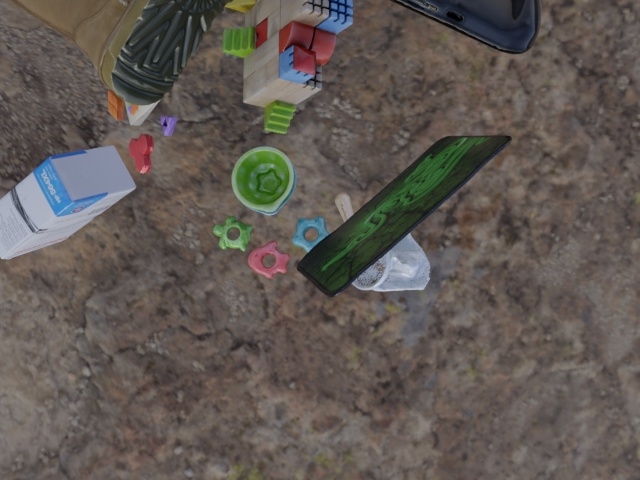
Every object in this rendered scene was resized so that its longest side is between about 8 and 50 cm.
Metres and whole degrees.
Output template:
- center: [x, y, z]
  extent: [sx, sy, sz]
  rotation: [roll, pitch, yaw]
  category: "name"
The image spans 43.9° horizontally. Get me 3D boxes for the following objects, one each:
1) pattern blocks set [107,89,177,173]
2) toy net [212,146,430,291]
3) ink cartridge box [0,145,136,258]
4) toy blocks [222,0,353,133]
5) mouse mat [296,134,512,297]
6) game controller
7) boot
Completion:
- center: [-0.368, -0.333, 1.605]
  extent: [0.026, 0.325, 0.285]
  rotation: [-5, 150, -41]
  category: "pattern blocks set"
- center: [0.000, 0.000, 0.822]
  extent: [0.122, 0.232, 0.045]
  rotation: [-60, 165, -5]
  category: "toy net"
- center: [-0.426, -0.062, 1.287]
  extent: [0.086, 0.203, 0.148]
  rotation: [61, 30, 1]
  category: "ink cartridge box"
- center: [-0.043, -0.428, 1.518]
  extent: [0.190, 0.261, 0.382]
  rotation: [8, 76, -32]
  category: "toy blocks"
- center: [0.062, -0.027, 0.666]
  extent: [0.189, 0.152, 0.007]
  rotation: [-40, 104, -5]
  category: "mouse mat"
- center: [0.113, -0.323, 0.887]
  extent: [0.319, 0.067, 0.167]
  rotation: [20, 68, -15]
  category: "game controller"
- center: [-0.176, -0.271, 0.671]
  extent: [0.236, 0.269, 0.089]
  rotation: [-50, 149, 7]
  category: "boot"
